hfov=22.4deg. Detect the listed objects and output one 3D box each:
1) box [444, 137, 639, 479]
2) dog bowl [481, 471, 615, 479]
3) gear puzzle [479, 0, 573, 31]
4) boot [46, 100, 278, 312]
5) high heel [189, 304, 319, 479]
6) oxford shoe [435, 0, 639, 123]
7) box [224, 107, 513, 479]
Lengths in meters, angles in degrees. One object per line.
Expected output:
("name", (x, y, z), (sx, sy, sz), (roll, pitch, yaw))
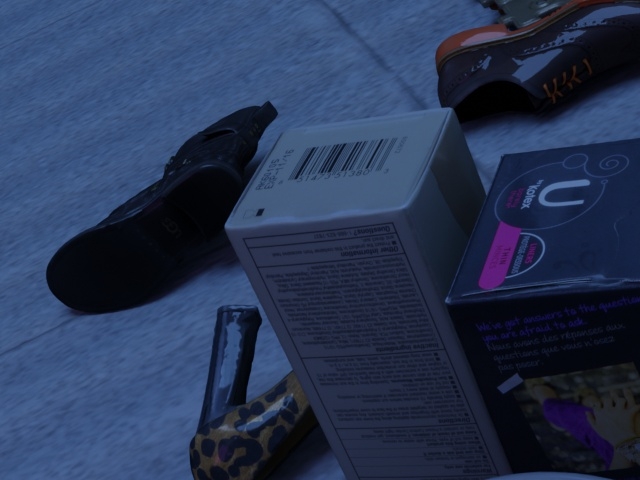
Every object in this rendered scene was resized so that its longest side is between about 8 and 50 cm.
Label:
("box", (0.204, 0.085, 1.098), (0.143, 0.270, 0.165), (-5, 35, 26))
("dog bowl", (0.124, 0.289, 0.952), (0.349, 0.102, 0.349), (-15, 44, 15))
("gear puzzle", (0.261, -0.316, 1.897), (0.175, 0.044, 0.339), (-24, 28, 2))
("boot", (-0.159, -0.040, 1.721), (0.263, 0.091, 0.229), (-31, 16, 14))
("high heel", (0.023, 0.146, 1.332), (0.261, 0.093, 0.186), (-1, 64, 17))
("oxford shoe", (0.250, -0.179, 1.663), (0.271, 0.097, 0.098), (-14, 52, 23))
("box", (0.067, 0.070, 1.173), (0.148, 0.311, 0.121), (-5, 36, 27))
